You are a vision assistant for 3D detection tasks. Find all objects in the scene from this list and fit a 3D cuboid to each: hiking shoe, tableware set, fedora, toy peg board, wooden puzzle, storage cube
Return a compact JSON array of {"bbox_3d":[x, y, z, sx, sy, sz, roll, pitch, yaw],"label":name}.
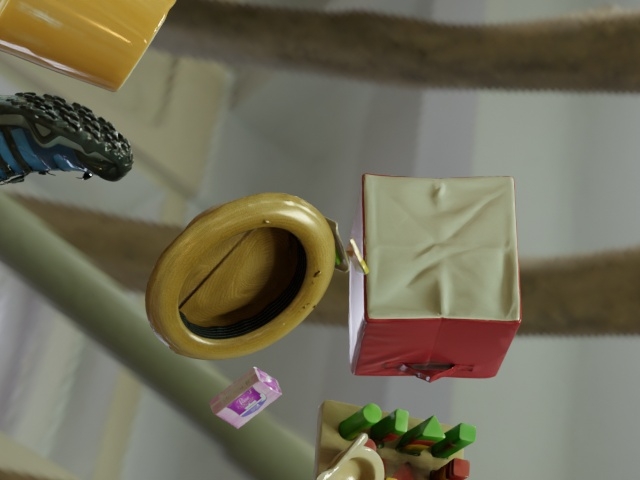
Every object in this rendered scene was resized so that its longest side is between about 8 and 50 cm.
[{"bbox_3d":[-0.379,-0.118,2.218,0.113,0.304,0.132,-46,154,-69],"label":"hiking shoe"},{"bbox_3d":[0.014,0.231,1.341,0.141,0.169,0.020,-44,-148,-17],"label":"tableware set"},{"bbox_3d":[-0.084,0.022,1.693,0.194,0.194,0.079,-49,-141,11],"label":"fedora"},{"bbox_3d":[0.080,0.243,1.791,0.079,0.161,0.161,135,-36,-59],"label":"toy peg board"},{"bbox_3d":[0.000,0.000,1.984,0.116,0.078,0.014,19,-130,42],"label":"wooden puzzle"},{"bbox_3d":[0.132,0.045,2.098,0.193,0.183,0.215,99,-8,-67],"label":"storage cube"}]

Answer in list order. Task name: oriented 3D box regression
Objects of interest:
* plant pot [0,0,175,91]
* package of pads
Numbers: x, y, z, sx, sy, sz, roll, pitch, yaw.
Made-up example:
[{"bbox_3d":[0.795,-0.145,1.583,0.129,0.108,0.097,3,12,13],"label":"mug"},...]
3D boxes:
[{"bbox_3d":[-0.237,-0.240,1.655,0.205,0.188,0.205,-55,-170,15],"label":"plant pot"},{"bbox_3d":[-0.097,0.202,2.284,0.083,0.050,0.032,-39,-138,17],"label":"package of pads"}]
